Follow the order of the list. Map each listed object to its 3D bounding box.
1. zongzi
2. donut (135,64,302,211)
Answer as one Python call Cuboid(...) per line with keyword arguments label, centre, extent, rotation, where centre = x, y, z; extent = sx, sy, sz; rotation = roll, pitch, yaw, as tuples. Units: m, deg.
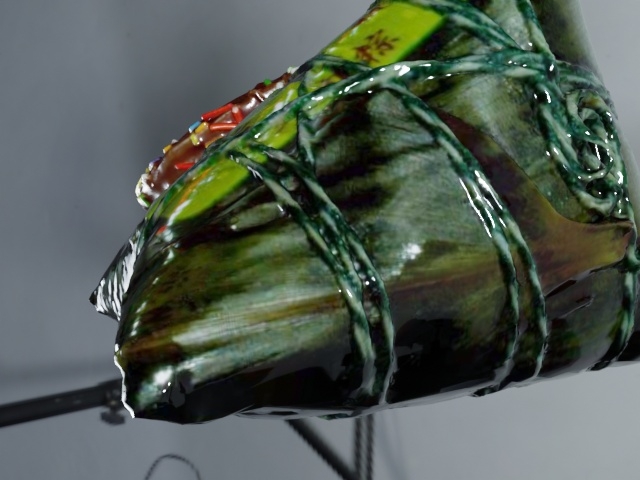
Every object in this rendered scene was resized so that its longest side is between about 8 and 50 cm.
Cuboid(label="zongzi", centre=(0.000, 0.000, 0.665), extent=(0.362, 0.383, 0.319), rotation=(1, 114, 63))
Cuboid(label="donut", centre=(-0.036, -0.059, 0.874), extent=(0.235, 0.235, 0.089), rotation=(-39, 74, 37))
